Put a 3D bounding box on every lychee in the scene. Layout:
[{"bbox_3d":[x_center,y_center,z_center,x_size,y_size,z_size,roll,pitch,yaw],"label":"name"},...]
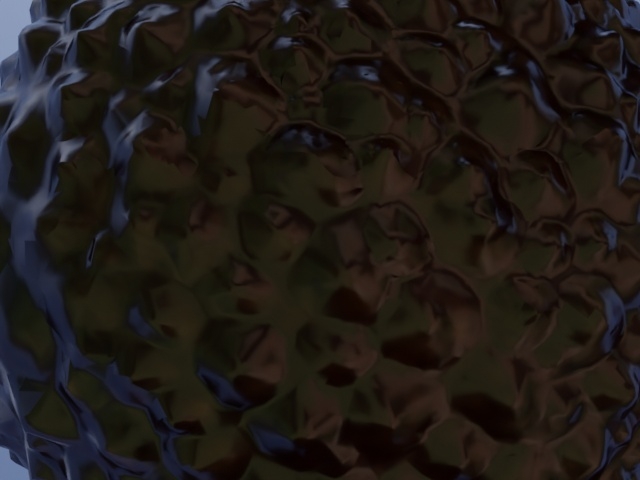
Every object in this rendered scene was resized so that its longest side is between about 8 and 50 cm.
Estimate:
[{"bbox_3d":[0.000,0.000,0.462,0.300,0.264,0.264,35,-100,36],"label":"lychee"}]
